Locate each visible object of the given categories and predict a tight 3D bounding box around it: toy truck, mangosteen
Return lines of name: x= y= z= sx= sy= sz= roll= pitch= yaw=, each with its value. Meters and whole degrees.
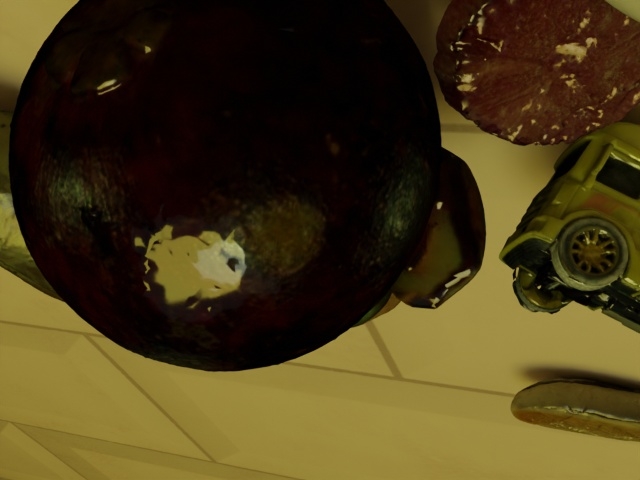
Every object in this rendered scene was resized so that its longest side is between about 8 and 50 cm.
toy truck: x=0.282 y=0.015 z=0.702 sx=0.272 sy=0.157 sz=0.124 roll=27 pitch=167 yaw=2
mangosteen: x=-0.052 y=-0.052 z=0.655 sx=0.311 sy=0.311 sz=0.311 roll=15 pitch=151 yaw=8

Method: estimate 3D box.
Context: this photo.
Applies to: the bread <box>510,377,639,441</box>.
bread: x=0.318 y=0.183 z=1.064 sx=0.214 sy=0.053 sz=0.073 roll=7 pitch=152 yaw=17

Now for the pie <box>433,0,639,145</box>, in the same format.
pie: x=0.147 y=-0.123 z=0.604 sx=0.154 sy=0.036 sz=0.154 roll=-4 pitch=132 yaw=-5

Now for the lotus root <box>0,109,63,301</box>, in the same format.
lotus root: x=-0.268 y=-0.015 z=0.980 sx=0.173 sy=0.173 sz=0.309 roll=-10 pitch=139 yaw=42

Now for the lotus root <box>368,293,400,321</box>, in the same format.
lotus root: x=0.000 y=0.000 z=0.883 sx=0.125 sy=0.118 sz=0.221 roll=-19 pitch=139 yaw=25

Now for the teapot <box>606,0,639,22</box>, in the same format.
teapot: x=0.182 y=-0.170 z=0.440 sx=0.298 sy=0.139 sz=0.204 roll=7 pitch=145 yaw=35
